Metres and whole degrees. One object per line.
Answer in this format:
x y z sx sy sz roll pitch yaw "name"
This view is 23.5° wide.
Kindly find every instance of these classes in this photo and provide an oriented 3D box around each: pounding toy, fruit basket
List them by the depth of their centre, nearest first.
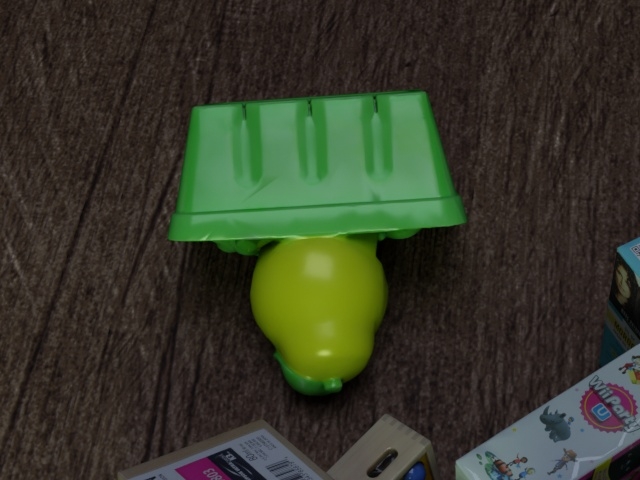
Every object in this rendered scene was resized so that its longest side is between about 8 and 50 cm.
0.075 0.302 1.738 0.100 0.130 0.141 28 60 37 "pounding toy"
0.000 0.000 1.926 0.392 0.283 0.392 0 96 2 "fruit basket"

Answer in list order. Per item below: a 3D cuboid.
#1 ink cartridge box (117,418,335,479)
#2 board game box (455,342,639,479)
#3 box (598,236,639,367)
-0.088 0.304 1.686 0.193 0.088 0.235 -17 26 -27 "ink cartridge box"
0.296 0.251 1.687 0.303 0.224 0.097 -31 56 -17 "board game box"
0.382 0.102 1.777 0.060 0.244 0.100 -24 55 -13 "box"
